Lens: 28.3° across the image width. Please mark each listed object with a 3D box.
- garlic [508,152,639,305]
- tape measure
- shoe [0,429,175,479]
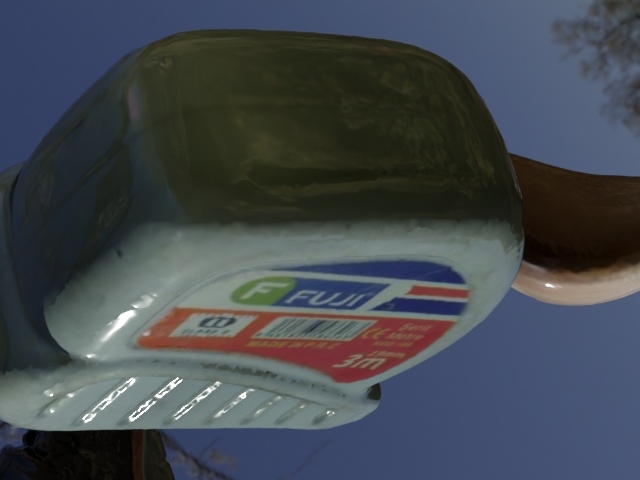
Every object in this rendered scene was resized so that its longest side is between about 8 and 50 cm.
[{"bbox_3d":[0.210,-0.005,0.977,0.115,0.206,0.128,74,-164,-56],"label":"garlic"},{"bbox_3d":[-0.029,0.001,0.595,0.243,0.246,0.125,5,-125,-43],"label":"tape measure"},{"bbox_3d":[-0.204,0.164,1.026,0.137,0.114,0.291,-18,-78,-28],"label":"shoe"}]
